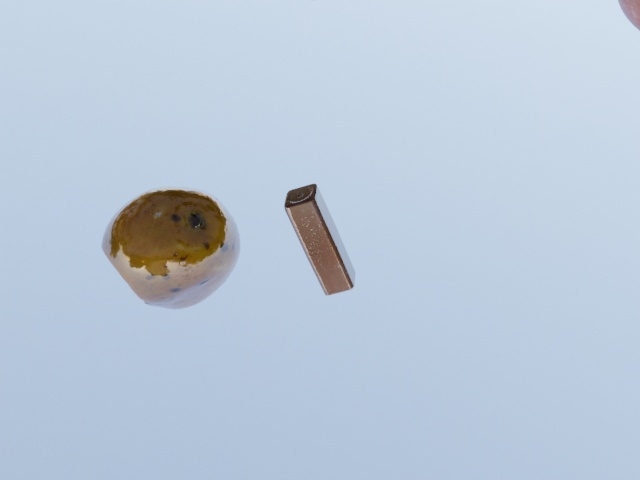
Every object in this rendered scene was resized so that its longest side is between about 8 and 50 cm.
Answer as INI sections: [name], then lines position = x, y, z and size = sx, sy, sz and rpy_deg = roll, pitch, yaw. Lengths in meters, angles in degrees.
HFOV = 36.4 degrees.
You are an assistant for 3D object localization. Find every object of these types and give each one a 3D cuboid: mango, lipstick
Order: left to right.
[mango]
position = -0.213, 0.018, 1.468
size = 0.191, 0.290, 0.160
rpy_deg = -31, -109, -11
[lipstick]
position = 0.000, 0.000, 1.251
size = 0.045, 0.145, 0.045
rpy_deg = -16, -149, 14

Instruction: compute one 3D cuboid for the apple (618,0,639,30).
[apple]
position = 0.618, -0.448, 1.586
size = 0.252, 0.272, 0.206
rpy_deg = 30, -157, -35
